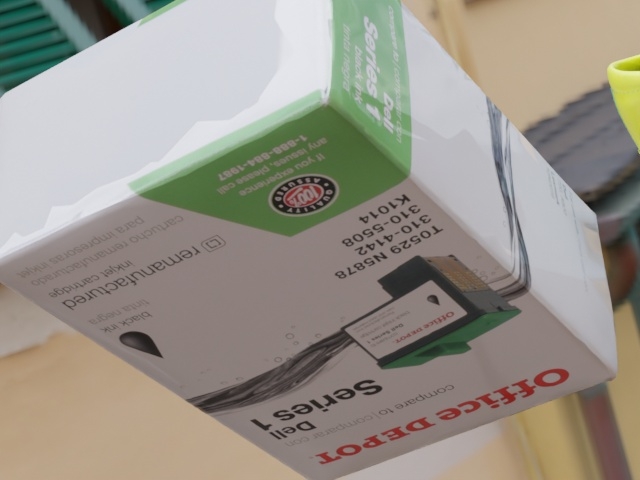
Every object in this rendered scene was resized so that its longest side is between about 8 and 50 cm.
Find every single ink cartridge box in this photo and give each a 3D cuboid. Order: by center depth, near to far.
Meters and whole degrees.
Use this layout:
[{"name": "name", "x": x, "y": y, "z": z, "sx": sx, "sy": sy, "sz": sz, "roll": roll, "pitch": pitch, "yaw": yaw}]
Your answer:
[{"name": "ink cartridge box", "x": 0.000, "y": 0.000, "z": 0.616, "sx": 0.160, "sy": 0.219, "sz": 0.092, "roll": -24, "pitch": 48, "yaw": 26}]

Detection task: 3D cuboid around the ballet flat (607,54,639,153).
[{"name": "ballet flat", "x": 0.211, "y": -0.112, "z": 0.607, "sx": 0.231, "sy": 0.077, "sz": 0.077, "roll": -40, "pitch": 3, "yaw": 22}]
